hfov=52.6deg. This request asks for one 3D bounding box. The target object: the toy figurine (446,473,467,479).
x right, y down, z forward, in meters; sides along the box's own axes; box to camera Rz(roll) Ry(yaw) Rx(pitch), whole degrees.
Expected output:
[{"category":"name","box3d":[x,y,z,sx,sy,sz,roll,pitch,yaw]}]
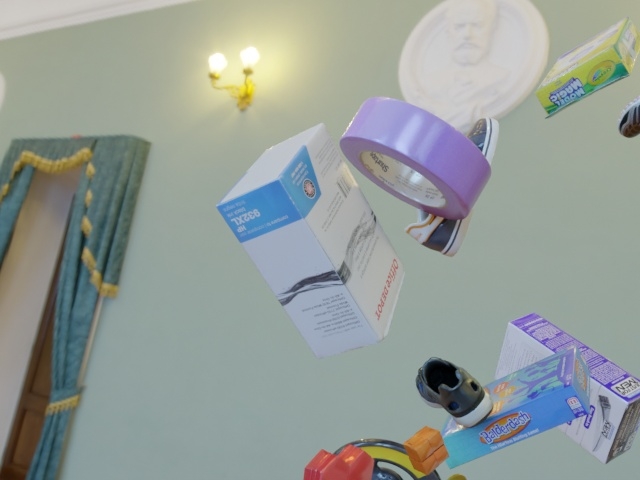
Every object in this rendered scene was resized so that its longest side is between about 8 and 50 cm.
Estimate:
[{"category":"toy figurine","box3d":[0.165,0.489,1.008,0.209,0.213,0.148,-16,22,-6]}]

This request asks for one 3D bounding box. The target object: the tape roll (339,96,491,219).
[{"category":"tape roll","box3d":[0.174,-0.148,1.205,0.275,0.090,0.275,32,-7,4]}]

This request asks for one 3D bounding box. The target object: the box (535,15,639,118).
[{"category":"box","box3d":[0.333,-0.213,0.805,0.105,0.179,0.043,-28,-76,40]}]

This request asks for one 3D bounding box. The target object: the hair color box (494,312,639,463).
[{"category":"hair color box","box3d":[0.590,0.341,1.547,0.110,0.185,0.339,-13,33,-30]}]

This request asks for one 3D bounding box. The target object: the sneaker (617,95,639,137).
[{"category":"sneaker","box3d":[0.545,-0.202,1.027,0.063,0.075,0.170,-1,-23,-24]}]

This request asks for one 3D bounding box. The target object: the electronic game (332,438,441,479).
[{"category":"electronic game","box3d":[0.115,0.464,1.203,0.229,0.229,0.048,9,25,10]}]

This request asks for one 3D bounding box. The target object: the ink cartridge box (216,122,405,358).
[{"category":"ink cartridge box","box3d":[0.000,0.000,1.054,0.129,0.223,0.307,-21,-69,27]}]

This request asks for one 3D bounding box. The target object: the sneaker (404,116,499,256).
[{"category":"sneaker","box3d":[0.281,-0.134,1.393,0.127,0.321,0.126,22,-11,-2]}]

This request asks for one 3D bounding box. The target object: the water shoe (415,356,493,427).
[{"category":"water shoe","box3d":[0.172,0.191,0.900,0.080,0.073,0.203,52,-9,-8]}]

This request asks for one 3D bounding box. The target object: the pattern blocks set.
[{"category":"pattern blocks set","box3d":[0.071,0.328,0.634,0.026,0.285,0.325,9,-6,40]}]

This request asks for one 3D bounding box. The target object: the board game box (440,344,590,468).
[{"category":"board game box","box3d":[0.279,0.236,0.930,0.210,0.047,0.160,-33,-3,24]}]
